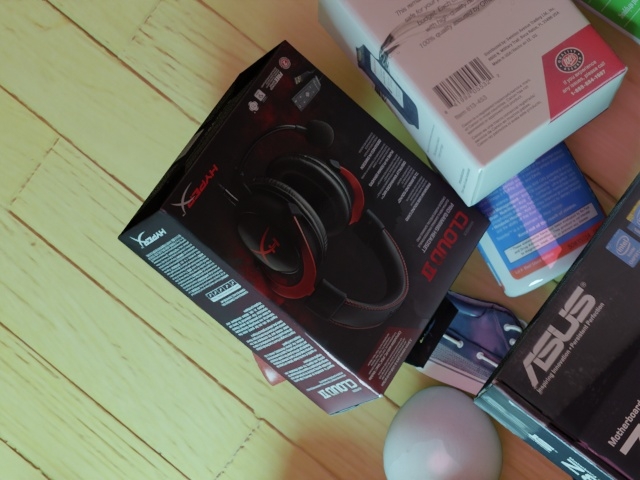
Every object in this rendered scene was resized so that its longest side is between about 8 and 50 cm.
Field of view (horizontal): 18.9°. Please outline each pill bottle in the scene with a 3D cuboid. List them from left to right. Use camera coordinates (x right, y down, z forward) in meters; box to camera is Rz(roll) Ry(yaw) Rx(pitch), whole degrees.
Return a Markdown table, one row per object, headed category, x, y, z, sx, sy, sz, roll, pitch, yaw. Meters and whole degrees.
| category | x | y | z | sx | sy | sz | roll | pitch | yaw |
| --- | --- | --- | --- | --- | --- | --- | --- | --- | --- |
| pill bottle | 0.178 | -0.068 | 1.833 | 0.124 | 0.124 | 0.221 | -30 | 90 | 13 |

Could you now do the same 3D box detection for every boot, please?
| category | x | y | z | sx | sy | sz | roll | pitch | yaw |
| --- | --- | --- | --- | --- | --- | --- | --- | --- | --- |
| boot | 0.190 | 0.116 | 1.875 | 0.190 | 0.069 | 0.086 | 20 | 101 | 11 |

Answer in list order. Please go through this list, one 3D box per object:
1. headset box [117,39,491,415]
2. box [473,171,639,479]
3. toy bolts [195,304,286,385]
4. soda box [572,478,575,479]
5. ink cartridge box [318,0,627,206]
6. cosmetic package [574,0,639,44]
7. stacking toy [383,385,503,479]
| category | x | y | z | sx | sy | sz | roll | pitch | yaw |
| --- | --- | --- | --- | --- | --- | --- | --- | --- | --- |
| headset box | 0.000 | 0.000 | 1.751 | 0.293 | 0.110 | 0.218 | 41 | 62 | -12 |
| box | 0.379 | 0.082 | 1.731 | 0.318 | 0.097 | 0.395 | 38 | 74 | 5 |
| toy bolts | -0.017 | 0.023 | 1.847 | 0.158 | 0.218 | 0.229 | -22 | 102 | 20 |
| soda box | 0.318 | 0.185 | 1.861 | 0.169 | 0.060 | 0.053 | -30 | 88 | 14 |
| ink cartridge box | 0.133 | -0.181 | 1.742 | 0.172 | 0.100 | 0.237 | -35 | 76 | -13 |
| cosmetic package | 0.415 | -0.207 | 1.665 | 0.365 | 0.197 | 0.155 | 34 | 72 | 2 |
| stacking toy | 0.140 | 0.376 | 1.829 | 0.350 | 0.350 | 0.480 | -5 | 78 | 12 |
